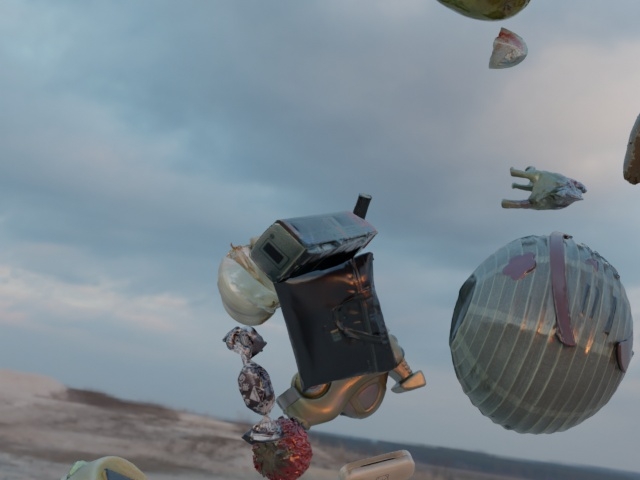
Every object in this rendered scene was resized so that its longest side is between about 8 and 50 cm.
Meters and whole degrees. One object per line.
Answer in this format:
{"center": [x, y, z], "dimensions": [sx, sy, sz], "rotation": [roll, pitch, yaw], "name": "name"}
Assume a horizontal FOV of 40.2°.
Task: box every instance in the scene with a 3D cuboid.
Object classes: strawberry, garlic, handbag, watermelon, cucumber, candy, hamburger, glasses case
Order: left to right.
{"center": [-0.490, 0.647, 2.024], "dimensions": [0.170, 0.302, 0.302], "rotation": [-36, -26, 11], "name": "hamburger"}
{"center": [-0.121, 0.257, 1.565], "dimensions": [0.094, 0.226, 0.051], "rotation": [-29, -25, 23], "name": "candy"}
{"center": [-0.162, 0.092, 2.124], "dimensions": [0.203, 0.281, 0.184], "rotation": [45, -43, 3], "name": "garlic"}
{"center": [-0.088, 0.459, 1.910], "dimensions": [0.145, 0.145, 0.086], "rotation": [-1, -3, 36], "name": "strawberry"}
{"center": [0.032, 0.164, 1.759], "dimensions": [0.211, 0.254, 0.089], "rotation": [-15, 6, -1], "name": "handbag"}
{"center": [0.087, -0.040, 2.140], "dimensions": [0.039, 0.163, 0.043], "rotation": [25, 27, 19], "name": "cucumber"}
{"center": [0.141, 0.580, 2.188], "dimensions": [0.196, 0.050, 0.083], "rotation": [-11, -48, -17], "name": "glasses case"}
{"center": [0.353, -0.366, 1.664], "dimensions": [0.061, 0.085, 0.085], "rotation": [13, -12, -42], "name": "watermelon"}

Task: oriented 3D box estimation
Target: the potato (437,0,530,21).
{"center": [0.310, -0.511, 1.656], "dimensions": [0.228, 0.197, 0.148], "rotation": [20, -37, -27], "name": "potato"}

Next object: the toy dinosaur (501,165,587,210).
{"center": [0.491, -0.116, 1.895], "dimensions": [0.162, 0.077, 0.294], "rotation": [10, 24, 18], "name": "toy dinosaur"}

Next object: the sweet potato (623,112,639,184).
{"center": [0.603, -0.212, 1.564], "dimensions": [0.077, 0.243, 0.077], "rotation": [21, 5, -2], "name": "sweet potato"}

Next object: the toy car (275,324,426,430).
{"center": [0.071, 0.378, 2.238], "dimensions": [0.226, 0.336, 0.242], "rotation": [52, -12, 7], "name": "toy car"}

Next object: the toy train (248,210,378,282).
{"center": [0.000, 0.000, 1.551], "dimensions": [0.089, 0.086, 0.409], "rotation": [44, 17, 11], "name": "toy train"}

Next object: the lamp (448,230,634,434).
{"center": [0.286, 0.116, 1.116], "dimensions": [0.233, 0.265, 0.233], "rotation": [7, -46, 7], "name": "lamp"}
